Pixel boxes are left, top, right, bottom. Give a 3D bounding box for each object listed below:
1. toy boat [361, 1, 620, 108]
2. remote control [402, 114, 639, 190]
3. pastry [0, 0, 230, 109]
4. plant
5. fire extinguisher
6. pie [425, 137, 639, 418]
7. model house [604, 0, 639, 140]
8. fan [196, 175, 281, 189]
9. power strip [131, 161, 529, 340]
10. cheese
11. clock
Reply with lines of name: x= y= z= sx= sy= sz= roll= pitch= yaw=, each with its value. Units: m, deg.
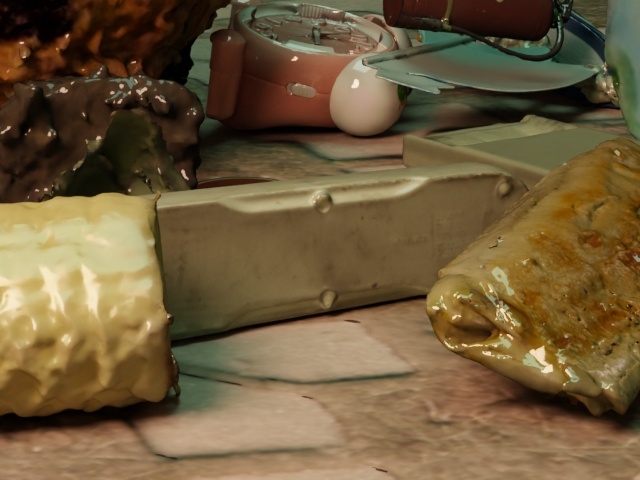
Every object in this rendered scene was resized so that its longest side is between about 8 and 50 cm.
toy boat: x=0.130 y=-0.153 z=1.528 sx=0.220 sy=0.067 sz=0.291 roll=29 pitch=22 yaw=24
remote control: x=0.174 y=-0.044 z=1.322 sx=0.123 sy=0.038 sz=0.285 roll=-11 pitch=17 yaw=-29
pastry: x=-0.215 y=-0.210 z=1.425 sx=0.337 sy=0.292 sz=0.405 roll=-35 pitch=5 yaw=-34
plant: x=-0.138 y=-0.037 z=1.193 sx=0.131 sy=0.142 sz=0.203 roll=2 pitch=6 yaw=-16
fire extinguisher: x=0.129 y=-0.172 z=1.490 sx=0.157 sy=0.078 sz=0.045 roll=4 pitch=-30 yaw=-19
pie: x=0.147 y=0.018 z=1.046 sx=0.129 sy=0.068 sz=0.282 roll=25 pitch=27 yaw=14
model house: x=0.365 y=-0.202 z=1.408 sx=0.241 sy=0.261 sz=0.226 roll=-17 pitch=23 yaw=-36
fan: x=-0.083 y=-0.033 z=1.371 sx=0.133 sy=0.005 sz=0.085 roll=0 pitch=18 yaw=4
power strip: x=0.002 y=0.001 z=1.122 sx=0.286 sy=0.080 sz=0.048 roll=-8 pitch=16 yaw=-19
cheese: x=-0.159 y=0.037 z=0.996 sx=0.167 sy=0.094 sz=0.123 roll=-6 pitch=53 yaw=-5
clock: x=-0.005 y=-0.133 z=1.560 sx=0.162 sy=0.092 sz=0.166 roll=8 pitch=22 yaw=3
